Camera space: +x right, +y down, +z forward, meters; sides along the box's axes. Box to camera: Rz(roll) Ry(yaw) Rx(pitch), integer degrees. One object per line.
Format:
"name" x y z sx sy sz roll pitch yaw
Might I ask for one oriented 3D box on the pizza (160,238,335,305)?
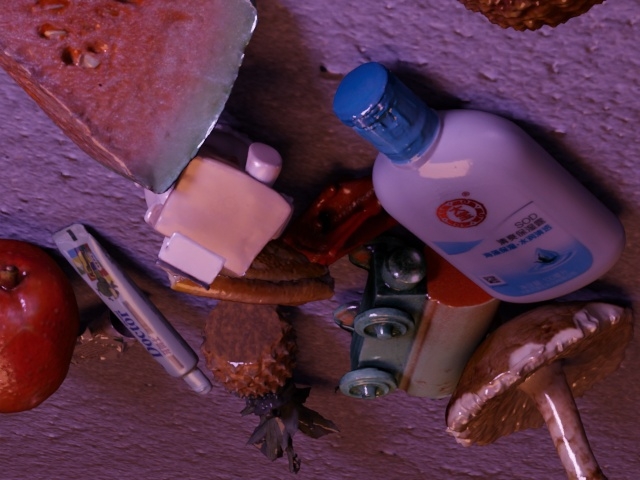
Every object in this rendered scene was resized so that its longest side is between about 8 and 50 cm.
"pizza" -0.089 0.015 1.707 0.185 0.195 0.052 7 114 -24

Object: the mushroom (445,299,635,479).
"mushroom" 0.257 0.215 1.815 0.233 0.301 0.208 -15 -175 -23

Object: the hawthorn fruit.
"hawthorn fruit" -0.360 0.081 1.906 0.197 0.196 0.225 17 145 -9

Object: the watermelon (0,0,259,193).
"watermelon" -0.196 -0.181 1.428 0.257 0.193 0.140 31 177 -37

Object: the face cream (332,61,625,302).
"face cream" 0.138 -0.053 1.584 0.163 0.080 0.337 -22 138 32

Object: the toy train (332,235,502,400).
"toy train" 0.108 0.086 1.835 0.177 0.116 0.285 0 151 -6

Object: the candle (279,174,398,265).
"candle" 0.000 0.000 1.758 0.084 0.059 0.302 30 148 -12

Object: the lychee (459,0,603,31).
"lychee" 0.150 -0.242 1.147 0.194 0.194 0.194 9 151 5

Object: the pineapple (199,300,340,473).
"pineapple" -0.057 0.171 2.015 0.130 0.119 0.277 10 152 17

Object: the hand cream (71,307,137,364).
"hand cream" -0.277 0.118 2.083 0.084 0.050 0.257 25 151 -28

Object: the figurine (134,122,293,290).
"figurine" -0.099 -0.051 1.596 0.162 0.141 0.237 27 -169 -10

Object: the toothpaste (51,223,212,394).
"toothpaste" -0.208 0.081 1.927 0.067 0.037 0.255 -17 118 48
